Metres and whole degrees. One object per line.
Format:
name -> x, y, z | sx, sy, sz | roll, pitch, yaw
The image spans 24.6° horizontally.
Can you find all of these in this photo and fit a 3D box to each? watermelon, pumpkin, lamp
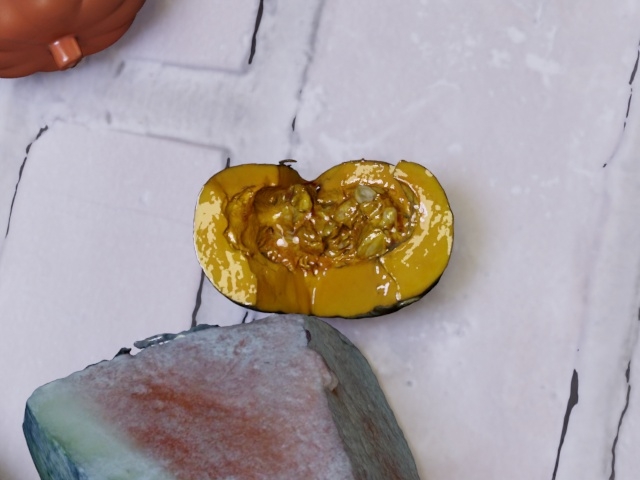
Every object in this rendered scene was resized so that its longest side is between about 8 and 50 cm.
watermelon -> -0.036, 0.161, 1.018 | 0.387, 0.228, 0.258 | 14, 50, 35
pumpkin -> 0.000, 0.000, 1.076 | 0.183, 0.107, 0.119 | 2, 77, -3
lamp -> -0.218, -0.203, 1.120 | 0.188, 0.187, 0.164 | -25, 77, 7
